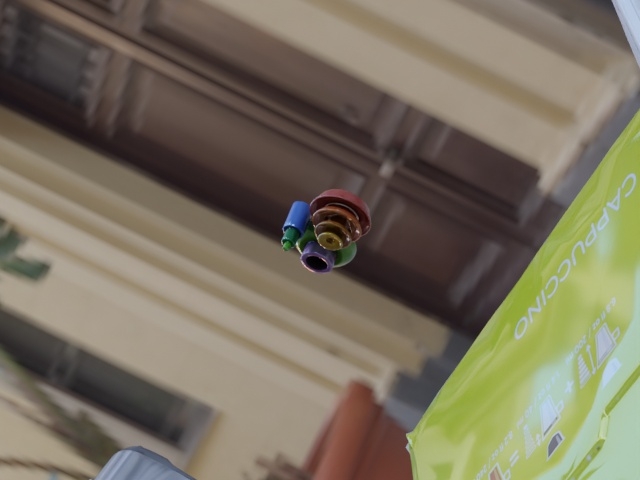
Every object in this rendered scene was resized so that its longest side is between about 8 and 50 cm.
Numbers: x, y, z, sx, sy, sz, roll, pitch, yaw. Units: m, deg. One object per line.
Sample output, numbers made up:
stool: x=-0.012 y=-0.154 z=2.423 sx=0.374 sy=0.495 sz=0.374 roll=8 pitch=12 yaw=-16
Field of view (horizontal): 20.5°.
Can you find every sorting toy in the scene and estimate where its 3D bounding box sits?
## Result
sorting toy: x=0.000 y=0.000 z=1.352 sx=0.102 sy=0.061 sz=0.042 roll=116 pitch=177 yaw=-56

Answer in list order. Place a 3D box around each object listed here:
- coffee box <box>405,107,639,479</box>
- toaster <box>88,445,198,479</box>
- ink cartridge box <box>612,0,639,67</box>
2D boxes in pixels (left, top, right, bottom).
coffee box: x=0.286 y=0.171 z=1.097 sx=0.337 sy=0.334 sz=0.338 roll=-59 pitch=22 yaw=31
toaster: x=-0.130 y=0.290 z=1.494 sx=0.146 sy=0.227 sz=0.129 roll=-46 pitch=-18 yaw=-46
ink cartridge box: x=0.187 y=-0.034 z=0.795 sx=0.208 sy=0.045 sz=0.206 roll=56 pitch=-167 yaw=-49
